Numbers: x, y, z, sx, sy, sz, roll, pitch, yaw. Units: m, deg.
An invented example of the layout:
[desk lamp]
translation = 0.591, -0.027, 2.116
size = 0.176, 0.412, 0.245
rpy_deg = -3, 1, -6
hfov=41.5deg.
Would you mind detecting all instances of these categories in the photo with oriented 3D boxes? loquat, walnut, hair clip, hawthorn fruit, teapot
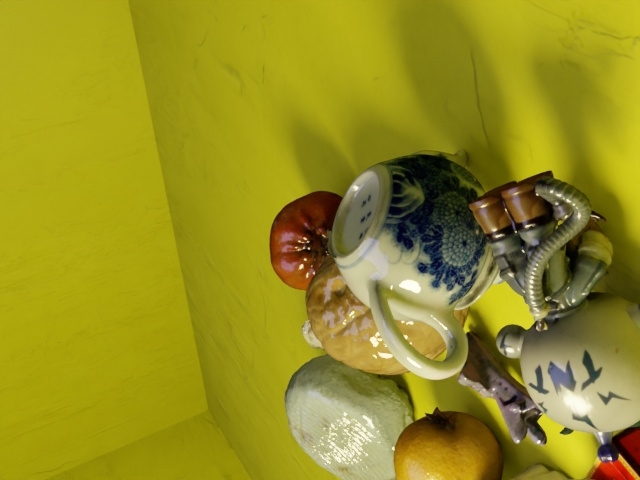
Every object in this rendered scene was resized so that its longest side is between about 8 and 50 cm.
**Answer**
[loquat]
translation = 0.243, 0.425, 1.616
size = 0.208, 0.208, 0.208
rpy_deg = 50, 151, 41
[walnut]
translation = 0.127, 0.095, 1.508
size = 0.252, 0.277, 0.313
rpy_deg = 45, 122, -10
[hair clip]
translation = 0.302, 0.250, 1.449
size = 0.278, 0.137, 0.090
rpy_deg = 41, 109, 50
[hawthorn fruit]
translation = 0.000, 0.000, 1.836
size = 0.261, 0.224, 0.224
rpy_deg = -85, -22, -82
[teapot]
translation = 0.169, 0.009, 1.273
size = 0.252, 0.280, 0.423
rpy_deg = -42, 33, 49

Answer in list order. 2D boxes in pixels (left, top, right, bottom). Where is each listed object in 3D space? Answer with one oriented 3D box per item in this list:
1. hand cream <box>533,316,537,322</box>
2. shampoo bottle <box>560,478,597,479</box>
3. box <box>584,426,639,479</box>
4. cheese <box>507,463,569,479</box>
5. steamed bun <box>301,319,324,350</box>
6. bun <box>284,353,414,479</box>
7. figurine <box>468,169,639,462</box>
[hand cream]
translation = 0.371, 0.174, 1.300
size = 0.078, 0.050, 0.204
rpy_deg = 7, 120, 67
[shampoo bottle]
translation = 0.398, 0.383, 1.235
size = 0.077, 0.045, 0.152
rpy_deg = 67, 159, 13
[box]
translation = 0.463, 0.397, 1.249
size = 0.239, 0.074, 0.153
rpy_deg = 94, 153, -48
[cheese]
translation = 0.385, 0.574, 1.473
size = 0.292, 0.153, 0.332
rpy_deg = 49, 152, 43
[steamed bun]
translation = 0.041, 0.191, 1.962
size = 0.106, 0.183, 0.183
rpy_deg = 44, 154, 8
[bun]
translation = 0.078, 0.414, 1.984
size = 0.355, 0.194, 0.354
rpy_deg = 23, 137, 24
[figurine]
translation = 0.333, 0.096, 1.132
size = 0.261, 0.186, 0.381
rpy_deg = -18, 97, 58
